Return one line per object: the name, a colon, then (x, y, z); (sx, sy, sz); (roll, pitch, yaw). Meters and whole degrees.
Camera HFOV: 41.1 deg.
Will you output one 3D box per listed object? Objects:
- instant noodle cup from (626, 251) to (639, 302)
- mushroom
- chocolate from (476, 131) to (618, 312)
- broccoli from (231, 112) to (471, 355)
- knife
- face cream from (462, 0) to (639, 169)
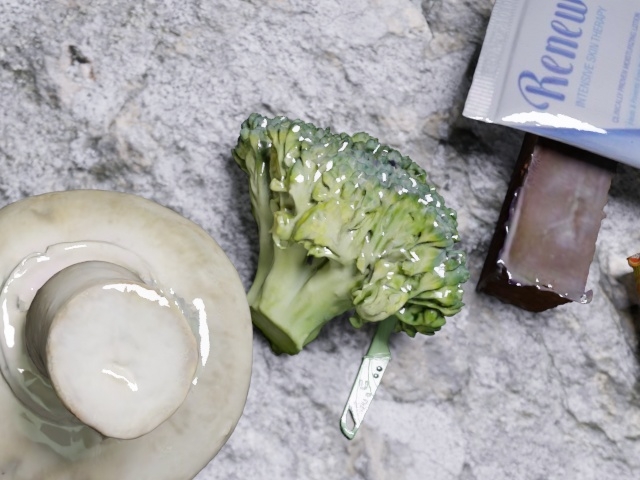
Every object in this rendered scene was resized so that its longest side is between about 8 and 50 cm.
instant noodle cup: (0.426, 0.105, 0.932); (0.168, 0.168, 0.185); (2, 76, -7)
mushroom: (-0.192, 0.112, 0.788); (0.356, 0.315, 0.315); (21, 63, 38)
chocolate: (0.268, -0.064, 0.990); (0.112, 0.112, 0.321); (22, 67, -3)
broccoli: (0.000, 0.000, 0.885); (0.248, 0.288, 0.245); (41, 82, -32)
knife: (0.066, 0.120, 0.942); (0.030, 0.014, 0.207); (23, 69, 1)
face cream: (0.384, -0.166, 0.954); (0.420, 0.137, 0.234); (18, 68, 2)
